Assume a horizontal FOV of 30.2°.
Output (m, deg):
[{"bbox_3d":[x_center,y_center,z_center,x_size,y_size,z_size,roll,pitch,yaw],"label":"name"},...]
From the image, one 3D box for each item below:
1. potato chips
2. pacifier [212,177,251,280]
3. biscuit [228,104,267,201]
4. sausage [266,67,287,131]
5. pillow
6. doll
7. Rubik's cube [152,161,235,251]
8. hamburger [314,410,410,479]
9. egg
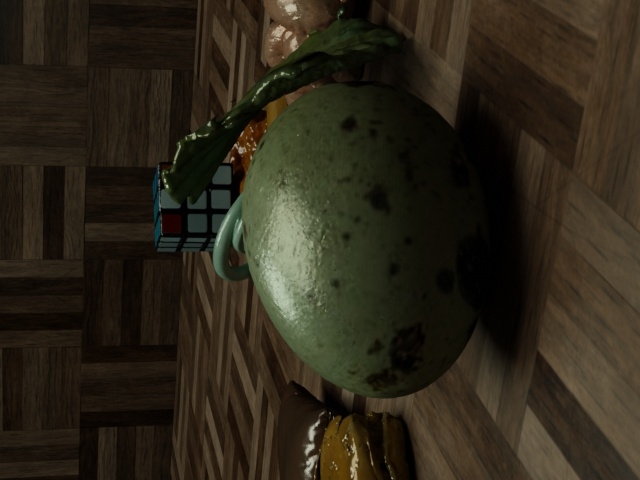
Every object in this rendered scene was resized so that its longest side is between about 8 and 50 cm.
[{"bbox_3d":[-0.059,-0.205,1.715,0.389,0.097,0.373,-32,12,30],"label":"potato chips"},{"bbox_3d":[0.000,0.000,1.725,0.269,0.288,0.343,46,175,22],"label":"pacifier"},{"bbox_3d":[-0.126,-0.117,2.454,0.312,0.110,0.318,-151,62,-73],"label":"biscuit"},{"bbox_3d":[-0.050,-0.245,2.159,0.112,0.112,0.328,131,138,-69],"label":"sausage"},{"bbox_3d":[-0.015,0.410,2.004,0.305,0.108,0.308,-171,81,-77],"label":"pillow"},{"bbox_3d":[0.000,-0.328,1.957,0.201,0.156,0.303,18,133,31],"label":"doll"},{"bbox_3d":[-0.262,-0.068,2.463,0.160,0.163,0.162,134,136,-73],"label":"Rubik's cube"},{"bbox_3d":[0.064,0.352,1.717,0.214,0.108,0.214,-177,90,-72],"label":"hamburger"},{"bbox_3d":[0.056,-0.006,1.369,0.287,0.287,0.379,113,141,-58],"label":"egg"}]
